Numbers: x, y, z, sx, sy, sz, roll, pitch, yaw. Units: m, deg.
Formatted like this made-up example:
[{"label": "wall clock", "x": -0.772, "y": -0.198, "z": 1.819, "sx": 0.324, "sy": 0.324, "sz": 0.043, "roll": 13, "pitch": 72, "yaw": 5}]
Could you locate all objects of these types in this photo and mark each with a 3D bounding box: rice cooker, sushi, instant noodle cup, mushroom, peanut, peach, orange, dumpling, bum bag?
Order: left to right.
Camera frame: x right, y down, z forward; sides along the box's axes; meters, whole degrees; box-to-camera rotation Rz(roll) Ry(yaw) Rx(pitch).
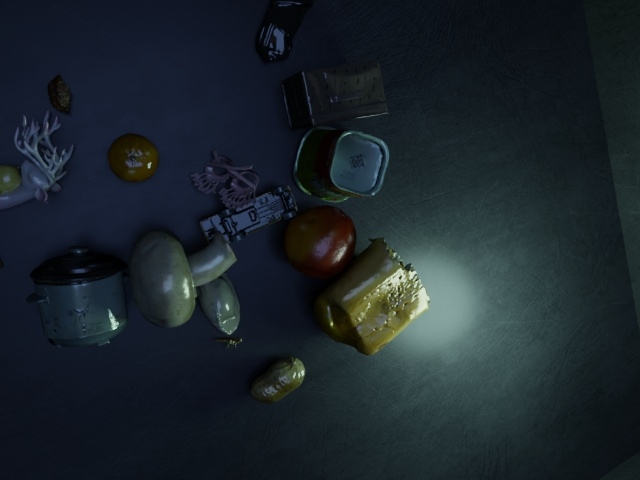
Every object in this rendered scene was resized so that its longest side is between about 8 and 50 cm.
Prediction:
[{"label": "sushi", "x": -0.795, "y": -0.445, "z": 1.540, "sx": 0.060, "sy": 0.061, "sz": 0.118, "roll": -9, "pitch": 109, "yaw": 7}, {"label": "rice cooker", "x": -0.730, "y": 0.162, "z": 1.542, "sx": 0.316, "sy": 0.264, "sz": 0.317, "roll": -11, "pitch": 106, "yaw": -44}, {"label": "orange", "x": -0.597, "y": -0.262, "z": 1.607, "sx": 0.156, "sy": 0.124, "sz": 0.156, "roll": -2, "pitch": 94, "yaw": -21}, {"label": "mushroom", "x": -0.476, "y": 0.093, "z": 1.586, "sx": 0.315, "sy": 0.315, "sz": 0.356, "roll": 28, "pitch": 107, "yaw": -22}, {"label": "dumpling", "x": -0.348, "y": 0.210, "z": 1.766, "sx": 0.172, "sy": 0.142, "sz": 0.247, "roll": -4, "pitch": 73, "yaw": -54}, {"label": "peanut", "x": -0.159, "y": 0.523, "z": 1.879, "sx": 0.224, "sy": 0.129, "sz": 0.129, "roll": -37, "pitch": 108, "yaw": -15}, {"label": "bum bag", "x": -0.120, "y": -0.767, "z": 1.743, "sx": 0.142, "sy": 0.079, "sz": 0.326, "roll": 20, "pitch": 90, "yaw": -18}, {"label": "peach", "x": 0.000, "y": 0.000, "z": 1.807, "sx": 0.280, "sy": 0.238, "sz": 0.281, "roll": -2, "pitch": 97, "yaw": -19}, {"label": "instant noodle cup", "x": 0.078, "y": -0.268, "z": 1.764, "sx": 0.293, "sy": 0.308, "sz": 0.294, "roll": -3, "pitch": 98, "yaw": -21}]

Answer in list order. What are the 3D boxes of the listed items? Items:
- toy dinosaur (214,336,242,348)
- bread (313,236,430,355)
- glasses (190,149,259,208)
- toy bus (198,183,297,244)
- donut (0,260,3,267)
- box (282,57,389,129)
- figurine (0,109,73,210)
[{"label": "toy dinosaur", "x": -0.338, "y": 0.378, "z": 1.844, "sx": 0.113, "sy": 0.026, "sz": 0.041, "roll": 2, "pitch": 90, "yaw": -30}, {"label": "bread", "x": 0.164, "y": 0.215, "z": 1.896, "sx": 0.394, "sy": 0.250, "sz": 0.361, "roll": -39, "pitch": 120, "yaw": -7}, {"label": "glasses", "x": -0.314, "y": -0.204, "z": 1.691, "sx": 0.255, "sy": 0.095, "sz": 0.162, "roll": 27, "pitch": 76, "yaw": 15}, {"label": "toy bus", "x": -0.252, "y": -0.086, "z": 1.762, "sx": 0.335, "sy": 0.123, "sz": 0.121, "roll": -25, "pitch": 104, "yaw": -16}, {"label": "donut", "x": -1.083, "y": -0.014, "z": 1.463, "sx": 0.151, "sy": 0.112, "sz": 0.295, "roll": -27, "pitch": 105, "yaw": -19}, {"label": "box", "x": 0.049, "y": -0.506, "z": 1.764, "sx": 0.297, "sy": 0.225, "sz": 0.191, "roll": -14, "pitch": 103, "yaw": -20}, {"label": "figurine", "x": -0.885, "y": -0.223, "z": 1.468, "sx": 0.315, "sy": 0.206, "sz": 0.284, "roll": -10, "pitch": 112, "yaw": -25}]
